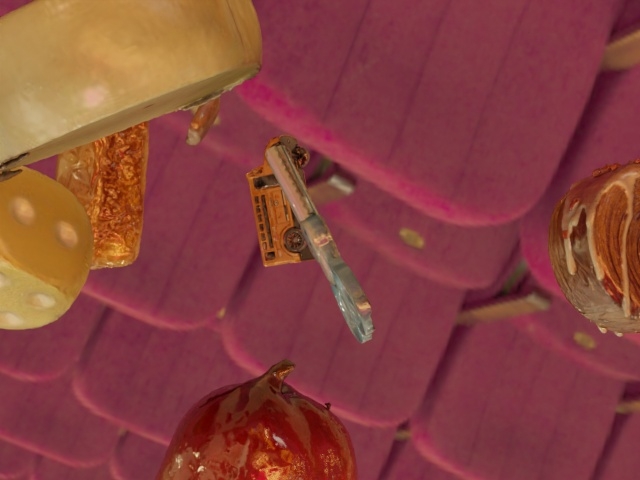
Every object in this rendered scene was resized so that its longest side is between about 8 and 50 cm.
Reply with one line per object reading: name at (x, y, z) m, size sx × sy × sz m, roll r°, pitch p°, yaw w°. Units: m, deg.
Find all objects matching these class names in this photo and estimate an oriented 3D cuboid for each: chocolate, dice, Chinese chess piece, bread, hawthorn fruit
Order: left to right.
dice at (-0.424, 0.011, 1.489) m, size 0.166 × 0.169 × 0.169 m, roll -26°, pitch 137°, yaw 33°
bread at (-0.389, -0.111, 1.894) m, size 0.148 × 0.344 × 0.195 m, roll 6°, pitch 174°, yaw -22°
Chinese chess piece at (-0.127, -0.103, 0.637) m, size 0.188 × 0.188 × 0.083 m, roll -13°, pitch 101°, yaw 53°
chocolate at (-0.189, -0.202, 1.797) m, size 0.031 × 0.101 × 0.064 m, roll 24°, pitch 155°, yaw 0°
hawthorn fruit at (-0.089, 0.337, 1.473) m, size 0.295 × 0.295 × 0.311 m, roll 11°, pitch 136°, yaw 22°
bread at (0.287, 0.005, 0.987) m, size 0.160 × 0.160 × 0.073 m, roll 26°, pitch 163°, yaw -14°

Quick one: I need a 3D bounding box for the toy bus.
toy bus at (-0.059, -0.059, 1.658) m, size 0.088 × 0.194 × 0.083 m, roll -11°, pitch 177°, yaw 21°

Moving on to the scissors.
scissors at (0.000, 0.000, 1.280) m, size 0.256 × 0.030 × 0.125 m, roll 63°, pitch 172°, yaw 12°
